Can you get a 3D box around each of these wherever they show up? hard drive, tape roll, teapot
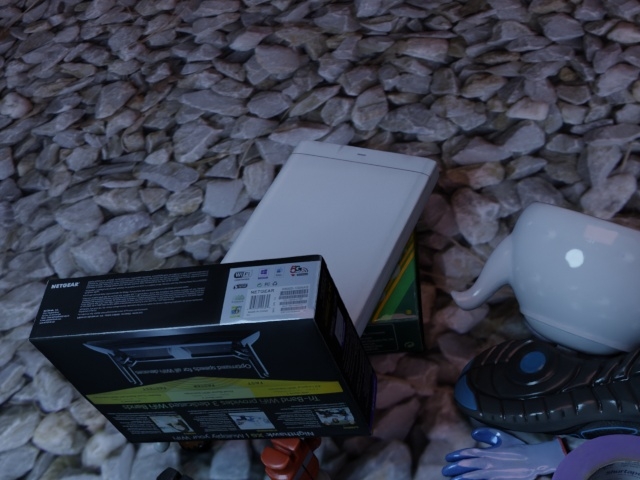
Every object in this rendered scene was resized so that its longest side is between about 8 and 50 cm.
[{"bbox_3d":[0.000,0.000,1.287,0.233,0.047,0.353,12,53,25],"label":"hard drive"},{"bbox_3d":[0.336,0.313,0.978,0.189,0.080,0.188,-1,50,2],"label":"tape roll"},{"bbox_3d":[0.350,0.069,1.154,0.256,0.253,0.187,23,97,54],"label":"teapot"}]

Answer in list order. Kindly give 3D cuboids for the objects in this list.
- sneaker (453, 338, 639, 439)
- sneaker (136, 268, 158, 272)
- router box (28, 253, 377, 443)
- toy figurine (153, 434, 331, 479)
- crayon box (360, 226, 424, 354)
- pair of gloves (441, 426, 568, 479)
[{"bbox_3d":[0.322,0.202,1.084,0.341,0.139,0.125,-4,47,39],"label":"sneaker"},{"bbox_3d":[-0.272,0.136,1.334,0.094,0.081,0.208,16,60,18],"label":"sneaker"},{"bbox_3d":[-0.114,0.129,0.978,0.309,0.243,0.081,-5,51,15],"label":"router box"},{"bbox_3d":[-0.103,0.257,1.130,0.210,0.148,0.213,-22,48,2],"label":"toy figurine"},{"bbox_3d":[0.043,0.021,1.346,0.203,0.083,0.322,-7,46,9],"label":"crayon box"},{"bbox_3d":[0.232,0.305,1.073,0.159,0.023,0.198,-12,47,4],"label":"pair of gloves"}]
